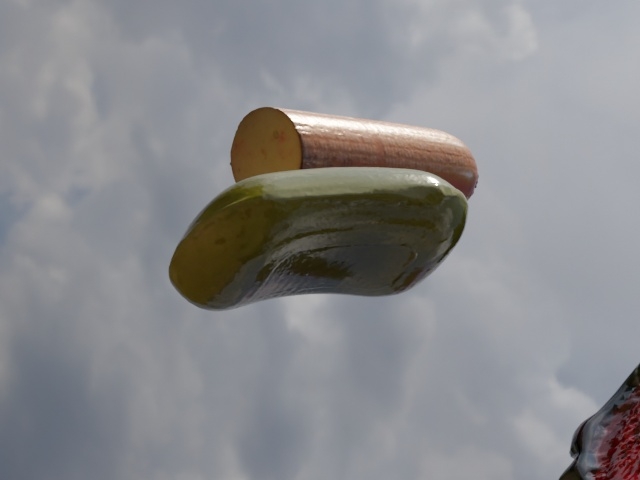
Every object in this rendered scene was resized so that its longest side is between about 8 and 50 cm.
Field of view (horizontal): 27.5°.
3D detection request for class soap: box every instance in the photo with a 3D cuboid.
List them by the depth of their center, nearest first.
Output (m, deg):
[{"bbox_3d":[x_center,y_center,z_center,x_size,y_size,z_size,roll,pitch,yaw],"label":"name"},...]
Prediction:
[{"bbox_3d":[0.000,-0.001,0.592,0.089,0.140,0.045,-47,-127,52],"label":"soap"}]

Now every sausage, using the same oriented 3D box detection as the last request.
[{"bbox_3d":[0.054,-0.071,1.265,0.093,0.312,0.093,-1,-91,42],"label":"sausage"}]

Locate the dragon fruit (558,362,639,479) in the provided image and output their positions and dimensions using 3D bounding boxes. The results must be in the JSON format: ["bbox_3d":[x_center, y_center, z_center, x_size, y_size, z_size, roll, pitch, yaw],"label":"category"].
[{"bbox_3d":[0.307,0.113,0.914,0.282,0.343,0.100,-27,-75,42],"label":"dragon fruit"}]
